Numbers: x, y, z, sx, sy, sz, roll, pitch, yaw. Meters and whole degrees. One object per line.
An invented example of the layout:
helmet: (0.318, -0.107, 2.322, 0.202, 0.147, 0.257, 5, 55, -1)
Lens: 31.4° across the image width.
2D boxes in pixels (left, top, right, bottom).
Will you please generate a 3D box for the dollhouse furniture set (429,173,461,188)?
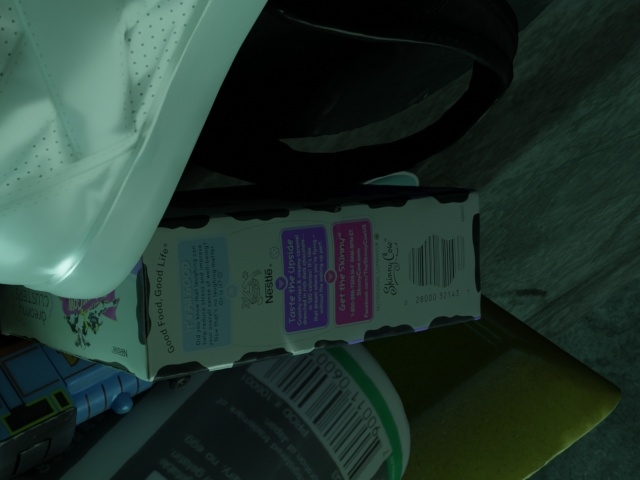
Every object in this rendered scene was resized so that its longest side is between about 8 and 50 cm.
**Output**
dollhouse furniture set: (0.102, 0.012, 0.985, 0.091, 0.081, 0.114, -40, 165, -1)

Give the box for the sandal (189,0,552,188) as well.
sandal: (-0.005, -0.081, 0.562, 0.446, 0.107, 0.167, -18, 154, -46)

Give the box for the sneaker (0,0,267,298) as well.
sneaker: (-0.093, -0.113, 0.302, 0.169, 0.108, 0.292, 7, 117, -39)

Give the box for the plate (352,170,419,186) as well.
plate: (0.000, 0.000, 0.930, 0.188, 0.024, 0.188, -35, 163, -12)

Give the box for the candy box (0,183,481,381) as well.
candy box: (-0.044, 0.011, 0.583, 0.196, 0.070, 0.165, -7, -172, -37)

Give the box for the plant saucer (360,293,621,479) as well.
plant saucer: (0.031, 0.135, 1.001, 0.333, 0.333, 0.081, -35, 120, -11)

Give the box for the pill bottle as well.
pill bottle: (-0.116, 0.202, 0.709, 0.361, 0.204, 0.204, -44, 170, -37)

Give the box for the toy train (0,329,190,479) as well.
toy train: (-0.151, 0.064, 0.651, 0.184, 0.105, 0.080, -25, 159, -36)
